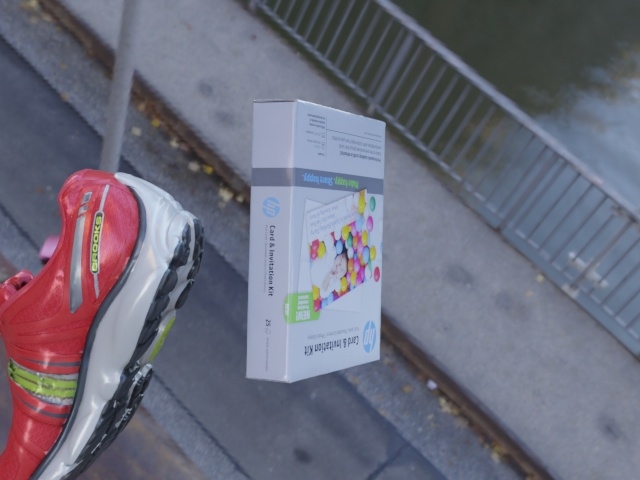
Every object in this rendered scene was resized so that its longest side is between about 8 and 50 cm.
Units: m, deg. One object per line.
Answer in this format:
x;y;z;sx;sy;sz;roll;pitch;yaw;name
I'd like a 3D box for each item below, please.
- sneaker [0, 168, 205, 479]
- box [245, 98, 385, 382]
-0.177;0.074;0.662;0.118;0.279;0.107;31;18;6;sneaker
0.000;0.000;0.692;0.038;0.186;0.145;3;1;28;box
